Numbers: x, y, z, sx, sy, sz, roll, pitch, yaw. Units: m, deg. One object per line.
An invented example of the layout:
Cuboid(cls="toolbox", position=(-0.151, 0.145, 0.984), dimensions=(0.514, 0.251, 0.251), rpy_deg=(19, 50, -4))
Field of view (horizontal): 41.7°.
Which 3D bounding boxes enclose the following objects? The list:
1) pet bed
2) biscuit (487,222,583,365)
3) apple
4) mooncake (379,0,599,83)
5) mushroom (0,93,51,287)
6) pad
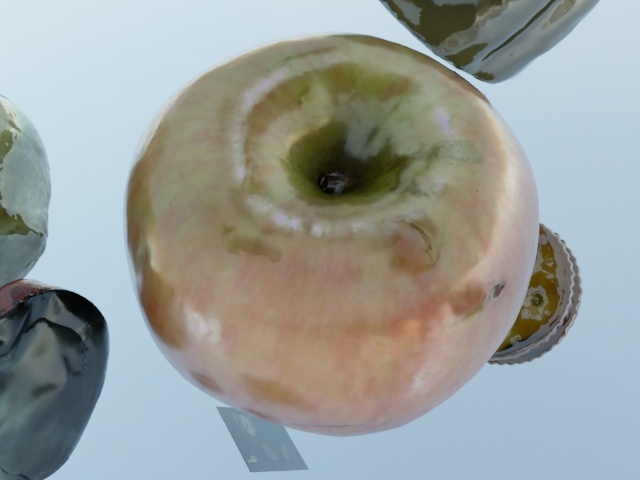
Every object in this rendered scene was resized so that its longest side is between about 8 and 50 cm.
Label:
Cuboid(cls="pet bed", position=(-0.269, 0.130, 0.766), dimensions=(0.053, 0.201, 0.201), rpy_deg=(17, -123, 27))
Cuboid(cls="biscuit", position=(0.253, 0.066, 1.179), dimensions=(0.221, 0.066, 0.220), rpy_deg=(-9, -108, 28))
Cuboid(cls="apple", position=(0.000, 0.000, 0.816), dimensions=(0.392, 0.346, 0.391), rpy_deg=(4, -123, -7))
Cuboid(cls="mooncake", position=(0.177, -0.386, 1.027), dimensions=(0.201, 0.378, 0.378), rpy_deg=(-39, -140, 29))
Cuboid(cls="mushroom", position=(-0.396, -0.029, 0.914), dimensions=(0.164, 0.189, 0.267), rpy_deg=(39, -113, 21))
Cuboid(cls="pad", position=(-0.096, 0.336, 1.422), dimensions=(0.004, 0.190, 0.127), rpy_deg=(-42, -118, 13))
